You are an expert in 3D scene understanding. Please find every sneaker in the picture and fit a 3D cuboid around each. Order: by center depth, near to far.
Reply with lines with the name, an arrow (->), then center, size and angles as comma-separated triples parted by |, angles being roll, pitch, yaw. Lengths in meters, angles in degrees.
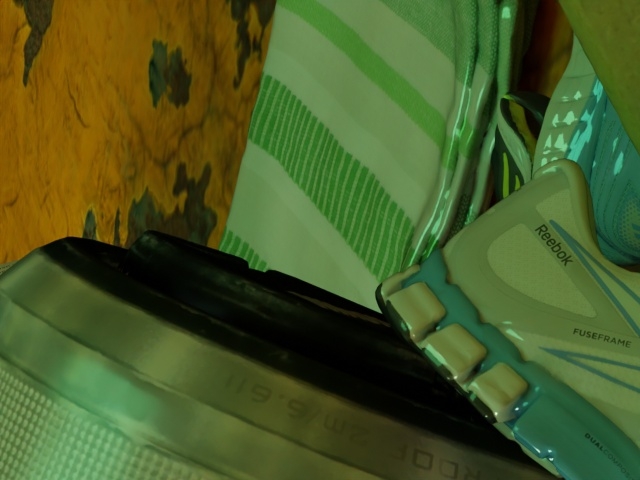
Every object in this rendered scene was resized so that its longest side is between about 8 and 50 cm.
sneaker -> 0.106, 0.051, 0.471 | 0.191, 0.083, 0.071 | 44, 179, 15
sneaker -> 0.116, -0.069, 0.557 | 0.073, 0.063, 0.162 | 15, 104, 49
sneaker -> 0.081, -0.014, 0.650 | 0.035, 0.031, 0.083 | 101, 164, -50

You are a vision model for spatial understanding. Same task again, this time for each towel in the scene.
towel -> 0.000, 0.000, 0.817 | 0.248, 0.038, 0.324 | -131, 50, -60

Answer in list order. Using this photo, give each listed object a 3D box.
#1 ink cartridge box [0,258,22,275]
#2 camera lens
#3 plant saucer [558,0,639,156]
ink cartridge box -> -0.136, 0.121, 0.985 | 0.218, 0.092, 0.158 | -130, 27, -61
camera lens -> -0.043, 0.148, 0.598 | 0.274, 0.219, 0.219 | -68, 25, 1
plant saucer -> 0.112, -0.133, 0.350 | 0.332, 0.081, 0.333 | 59, 168, -14
